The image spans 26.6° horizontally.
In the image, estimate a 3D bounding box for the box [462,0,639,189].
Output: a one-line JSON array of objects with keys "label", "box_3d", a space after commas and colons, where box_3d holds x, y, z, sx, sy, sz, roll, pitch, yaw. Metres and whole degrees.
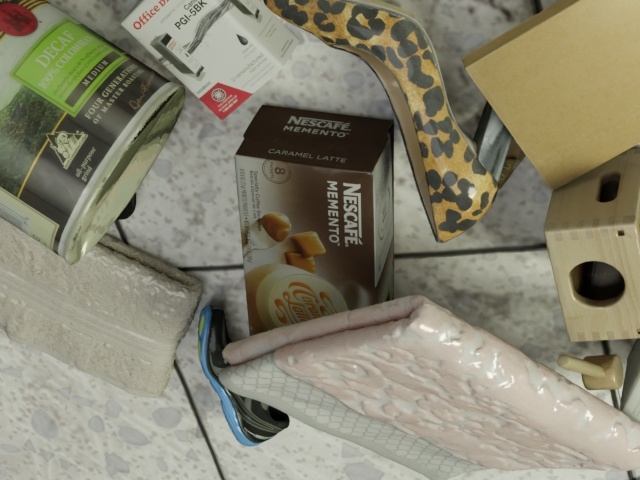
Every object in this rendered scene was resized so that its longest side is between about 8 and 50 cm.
[{"label": "box", "box_3d": [0.247, -0.147, 1.154, 0.201, 0.021, 0.164, -29, 125, 18]}]

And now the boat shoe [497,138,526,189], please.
[{"label": "boat shoe", "box_3d": [0.162, -0.070, 1.278, 0.050, 0.045, 0.135, 28, 129, -3]}]

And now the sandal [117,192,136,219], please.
[{"label": "sandal", "box_3d": [-0.252, -0.091, 1.409, 0.067, 0.040, 0.179, -12, 120, 24]}]

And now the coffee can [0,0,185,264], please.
[{"label": "coffee can", "box_3d": [-0.296, -0.134, 1.277, 0.275, 0.201, 0.201, 33, 129, 0]}]

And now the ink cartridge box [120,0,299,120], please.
[{"label": "ink cartridge box", "box_3d": [-0.104, -0.196, 1.272, 0.135, 0.056, 0.099, 43, 128, -14]}]

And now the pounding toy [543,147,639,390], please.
[{"label": "pounding toy", "box_3d": [0.273, 0.051, 1.240, 0.094, 0.181, 0.206, -5, 123, 22]}]

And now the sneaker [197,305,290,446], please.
[{"label": "sneaker", "box_3d": [-0.087, 0.146, 1.521, 0.078, 0.067, 0.188, -20, 116, 6]}]

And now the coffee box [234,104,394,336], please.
[{"label": "coffee box", "box_3d": [0.000, 0.000, 1.351, 0.141, 0.098, 0.247, 8, 127, 13]}]

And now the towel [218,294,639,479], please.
[{"label": "towel", "box_3d": [0.110, 0.161, 1.335, 0.332, 0.053, 0.317, 29, 151, -31]}]

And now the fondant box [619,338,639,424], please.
[{"label": "fondant box", "box_3d": [0.479, 0.113, 1.270, 0.330, 0.096, 0.238, 20, 129, 6]}]

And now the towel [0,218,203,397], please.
[{"label": "towel", "box_3d": [-0.281, 0.058, 1.524, 0.282, 0.049, 0.187, 25, 130, 0]}]

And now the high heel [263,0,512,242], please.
[{"label": "high heel", "box_3d": [0.049, -0.115, 1.212, 0.261, 0.093, 0.186, 19, 98, -3]}]
